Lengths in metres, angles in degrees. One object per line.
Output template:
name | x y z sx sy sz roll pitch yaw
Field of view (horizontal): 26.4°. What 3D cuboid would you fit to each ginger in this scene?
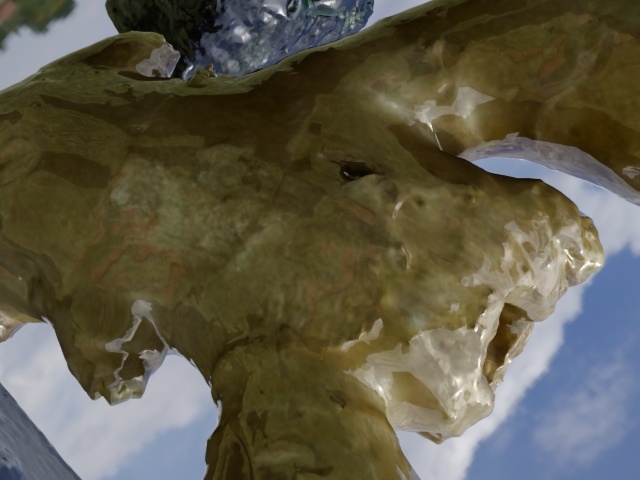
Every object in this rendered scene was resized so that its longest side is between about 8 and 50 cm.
ginger | 0.006 -0.018 0.510 0.363 0.348 0.122 -50 154 -14

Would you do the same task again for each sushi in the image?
sushi | -0.048 -0.173 0.964 0.127 0.124 0.225 -45 170 22

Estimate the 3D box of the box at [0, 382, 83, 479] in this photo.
box | -0.227 0.040 0.574 0.058 0.350 0.211 -43 175 7
